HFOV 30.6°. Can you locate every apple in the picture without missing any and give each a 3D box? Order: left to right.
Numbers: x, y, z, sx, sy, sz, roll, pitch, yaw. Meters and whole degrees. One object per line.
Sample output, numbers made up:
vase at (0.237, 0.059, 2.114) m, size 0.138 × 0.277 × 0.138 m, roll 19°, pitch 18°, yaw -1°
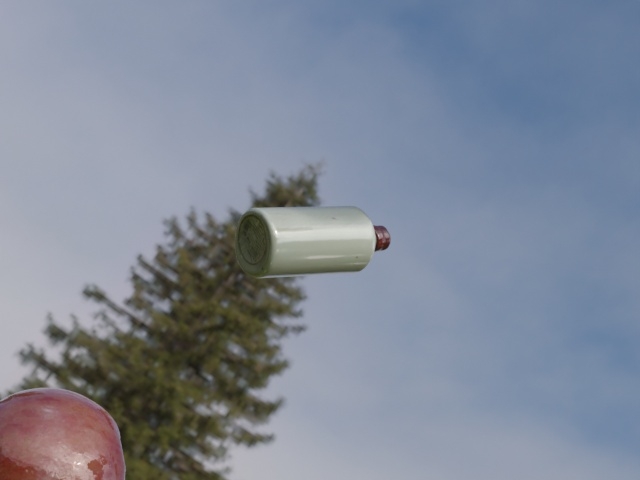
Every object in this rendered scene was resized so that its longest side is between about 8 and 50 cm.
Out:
apple at (-0.208, 0.187, 0.898) m, size 0.119 × 0.153 × 0.153 m, roll -2°, pitch -28°, yaw -6°

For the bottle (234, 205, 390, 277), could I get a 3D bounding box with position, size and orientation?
bottle at (0.000, 0.000, 1.721) m, size 0.245 × 0.104 × 0.104 m, roll -1°, pitch -5°, yaw -37°
